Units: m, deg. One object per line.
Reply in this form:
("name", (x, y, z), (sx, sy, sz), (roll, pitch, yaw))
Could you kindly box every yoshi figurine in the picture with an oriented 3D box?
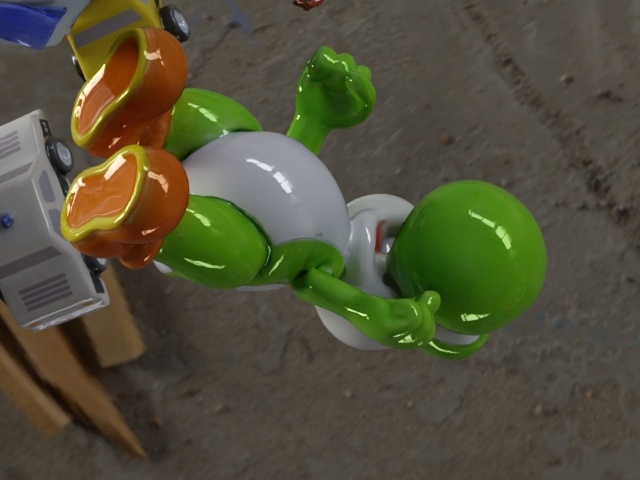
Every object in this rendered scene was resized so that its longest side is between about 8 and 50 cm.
("yoshi figurine", (0.018, -0.018, 0.922), (0.362, 0.203, 0.203), (24, 95, -34))

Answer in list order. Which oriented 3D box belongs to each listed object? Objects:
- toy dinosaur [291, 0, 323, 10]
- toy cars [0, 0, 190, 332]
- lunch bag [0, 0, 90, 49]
("toy dinosaur", (-0.025, -0.205, 0.943), (0.082, 0.047, 0.090), (36, 133, 15))
("toy cars", (-0.223, -0.114, 1.133), (0.177, 0.087, 0.393), (21, 95, 15))
("lunch bag", (-0.285, -0.241, 0.915), (0.115, 0.303, 0.243), (-45, 67, 32))
